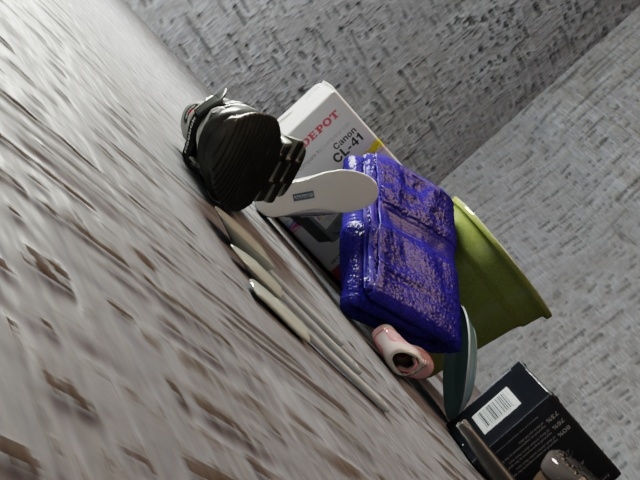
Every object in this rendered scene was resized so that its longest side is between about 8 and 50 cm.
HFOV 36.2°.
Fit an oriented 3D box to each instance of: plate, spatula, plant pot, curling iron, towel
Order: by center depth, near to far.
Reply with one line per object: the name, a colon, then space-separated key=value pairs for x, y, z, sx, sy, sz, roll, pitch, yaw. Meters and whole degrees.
spatula: x=-0.017 y=0.073 z=0.994 sx=0.242 sy=0.019 sz=0.168 roll=46 pitch=3 yaw=-37
curling iron: x=0.271 y=0.356 z=1.331 sx=0.274 sy=0.035 sz=0.068 roll=49 pitch=6 yaw=-3
towel: x=0.135 y=0.012 z=1.550 sx=0.227 sy=0.076 sz=0.308 roll=24 pitch=47 yaw=-24
plate: x=0.225 y=0.197 z=1.567 sx=0.024 sy=0.188 sz=0.188 roll=5 pitch=8 yaw=-4
plant pot: x=0.230 y=0.105 z=1.766 sx=0.276 sy=0.254 sz=0.276 roll=51 pitch=5 yaw=-6

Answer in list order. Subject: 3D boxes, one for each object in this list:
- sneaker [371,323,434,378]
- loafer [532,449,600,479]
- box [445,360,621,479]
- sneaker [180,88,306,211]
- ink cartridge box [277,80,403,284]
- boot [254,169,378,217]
sneaker: x=0.129 y=0.179 z=1.424 sx=0.134 sy=0.051 sz=0.070 roll=42 pitch=8 yaw=-38
loafer: x=0.369 y=0.399 z=1.281 sx=0.366 sy=0.130 sz=0.134 roll=39 pitch=5 yaw=-30
box: x=0.315 y=0.310 z=1.447 sx=0.207 sy=0.153 sz=0.108 roll=48 pitch=2 yaw=-25
sneaker: x=-0.122 y=-0.118 z=1.199 sx=0.146 sy=0.122 sz=0.330 roll=31 pitch=2 yaw=7
ink cartridge box: x=0.031 y=-0.089 z=1.722 sx=0.306 sy=0.226 sz=0.131 roll=46 pitch=2 yaw=-20
boot: x=-0.006 y=-0.072 z=1.524 sx=0.086 sy=0.190 sz=0.069 roll=-84 pitch=170 yaw=-88
